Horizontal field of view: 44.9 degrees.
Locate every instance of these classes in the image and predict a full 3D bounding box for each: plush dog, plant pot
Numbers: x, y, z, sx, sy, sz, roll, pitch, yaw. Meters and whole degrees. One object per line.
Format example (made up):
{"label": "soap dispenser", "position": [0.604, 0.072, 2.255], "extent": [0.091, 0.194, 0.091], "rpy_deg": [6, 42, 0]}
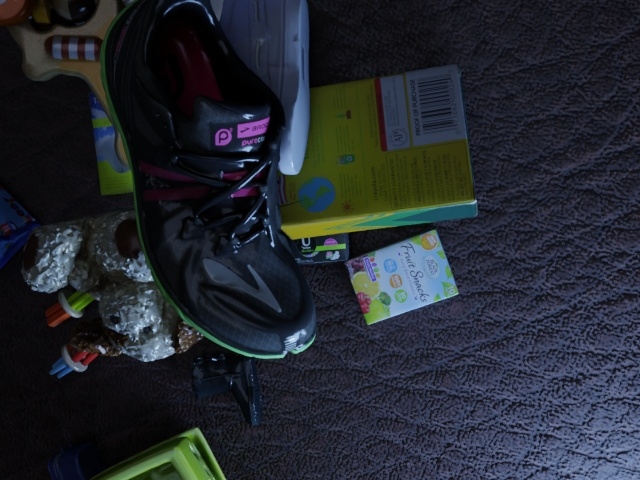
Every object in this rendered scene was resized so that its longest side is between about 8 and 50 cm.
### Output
{"label": "plush dog", "position": [-0.267, 0.066, 1.122], "extent": [0.263, 0.211, 0.225], "rpy_deg": [-8, 97, 27]}
{"label": "plant pot", "position": [-0.236, 0.415, 1.131], "extent": [0.228, 0.207, 0.227], "rpy_deg": [-27, 90, 3]}

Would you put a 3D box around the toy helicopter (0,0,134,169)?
{"label": "toy helicopter", "position": [-0.296, -0.264, 1.078], "extent": [0.235, 0.140, 0.355], "rpy_deg": [-26, 101, 4]}

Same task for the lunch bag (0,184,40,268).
{"label": "lunch bag", "position": [-0.634, 0.008, 1.227], "extent": [0.221, 0.138, 0.293], "rpy_deg": [46, 110, 1]}

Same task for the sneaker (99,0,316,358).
{"label": "sneaker", "position": [-0.130, -0.080, 0.928], "extent": [0.185, 0.202, 0.482], "rpy_deg": [-24, 90, -31]}

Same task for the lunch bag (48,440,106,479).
{"label": "lunch bag", "position": [-0.391, 0.372, 1.236], "extent": [0.065, 0.067, 0.098], "rpy_deg": [-21, 91, 11]}

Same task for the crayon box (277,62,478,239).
{"label": "crayon box", "position": [0.047, -0.117, 1.077], "extent": [0.319, 0.081, 0.202], "rpy_deg": [-6, 76, 11]}

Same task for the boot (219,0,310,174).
{"label": "boot", "position": [-0.082, -0.209, 1.034], "extent": [0.124, 0.095, 0.258], "rpy_deg": [-1, 74, 10]}

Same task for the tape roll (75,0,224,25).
{"label": "tape roll", "position": [-0.213, -0.443, 1.126], "extent": [0.392, 0.072, 0.391], "rpy_deg": [1, 95, 10]}

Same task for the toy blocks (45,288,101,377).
{"label": "toy blocks", "position": [-0.388, 0.140, 1.221], "extent": [0.148, 0.054, 0.123], "rpy_deg": [-36, 89, 12]}

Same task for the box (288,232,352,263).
{"label": "box", "position": [0.000, 0.000, 1.138], "extent": [0.083, 0.052, 0.062], "rpy_deg": [-5, 95, 12]}

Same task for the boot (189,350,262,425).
{"label": "boot", "position": [-0.146, 0.228, 1.190], "extent": [0.099, 0.045, 0.121], "rpy_deg": [-9, 86, 9]}

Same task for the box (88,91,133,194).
{"label": "box", "position": [-0.288, -0.162, 1.181], "extent": [0.109, 0.042, 0.178], "rpy_deg": [-5, 95, 10]}

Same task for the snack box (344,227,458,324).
{"label": "snack box", "position": [0.118, 0.052, 1.128], "extent": [0.141, 0.037, 0.100], "rpy_deg": [-20, 92, 11]}
